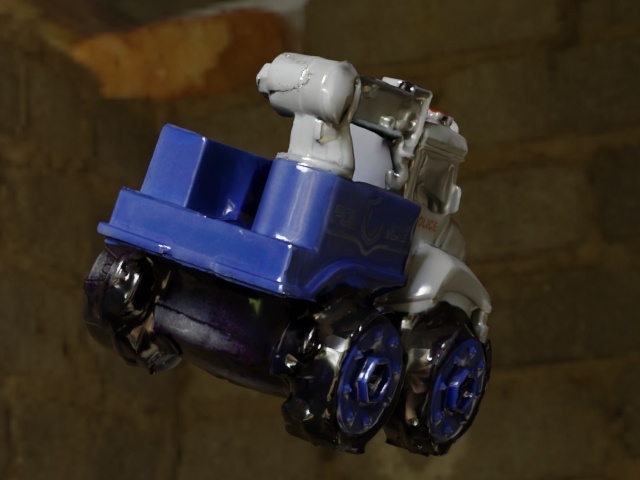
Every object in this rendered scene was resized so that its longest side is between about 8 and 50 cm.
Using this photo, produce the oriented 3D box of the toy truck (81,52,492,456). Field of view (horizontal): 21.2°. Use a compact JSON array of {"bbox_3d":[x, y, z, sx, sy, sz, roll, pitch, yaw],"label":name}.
[{"bbox_3d":[0.000,0.000,0.837,0.161,0.177,0.213,18,2,30],"label":"toy truck"}]
